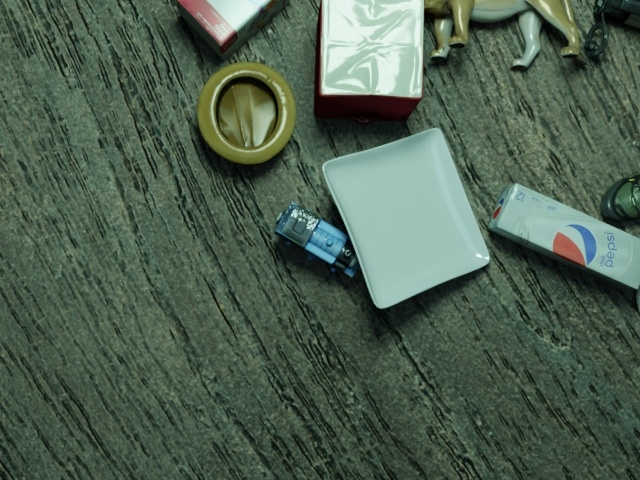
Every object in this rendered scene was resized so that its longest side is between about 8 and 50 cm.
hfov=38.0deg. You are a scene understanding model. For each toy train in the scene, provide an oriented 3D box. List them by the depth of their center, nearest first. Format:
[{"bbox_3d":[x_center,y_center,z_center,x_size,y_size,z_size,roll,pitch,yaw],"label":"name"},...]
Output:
[{"bbox_3d":[0.000,0.000,1.696,0.184,0.105,0.080,31,86,-1],"label":"toy train"}]

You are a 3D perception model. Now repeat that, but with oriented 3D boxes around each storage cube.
[{"bbox_3d":[0.085,-0.326,1.674,0.183,0.193,0.215,2,86,-3],"label":"storage cube"}]

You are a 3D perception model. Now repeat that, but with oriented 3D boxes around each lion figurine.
[{"bbox_3d":[0.323,-0.456,1.736,0.392,0.142,0.240,6,79,-16],"label":"lion figurine"}]

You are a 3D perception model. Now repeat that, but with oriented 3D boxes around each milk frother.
[{"bbox_3d":[0.584,-0.411,1.759,0.134,0.129,0.143,17,129,-1],"label":"milk frother"}]

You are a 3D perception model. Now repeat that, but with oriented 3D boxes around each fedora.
[{"bbox_3d":[-0.135,-0.229,1.715,0.194,0.079,0.194,0,81,-2],"label":"fedora"}]

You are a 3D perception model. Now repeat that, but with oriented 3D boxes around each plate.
[{"bbox_3d":[0.153,-0.043,1.695,0.277,0.045,0.278,-20,87,-30],"label":"plate"}]

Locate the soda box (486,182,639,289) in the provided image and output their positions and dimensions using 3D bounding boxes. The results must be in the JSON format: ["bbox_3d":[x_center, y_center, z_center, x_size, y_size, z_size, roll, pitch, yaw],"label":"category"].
[{"bbox_3d":[0.461,-0.005,1.722,0.286,0.098,0.091,24,86,-2],"label":"soda box"}]

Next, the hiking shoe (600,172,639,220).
[{"bbox_3d":[0.634,-0.097,1.725,0.226,0.114,0.086,-19,88,-3],"label":"hiking shoe"}]

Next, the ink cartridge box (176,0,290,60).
[{"bbox_3d":[-0.157,-0.443,1.700,0.176,0.128,0.127,-44,90,-3],"label":"ink cartridge box"}]

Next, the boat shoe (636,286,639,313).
[{"bbox_3d":[0.698,0.186,1.723,0.098,0.096,0.277,-38,89,-3],"label":"boat shoe"}]
